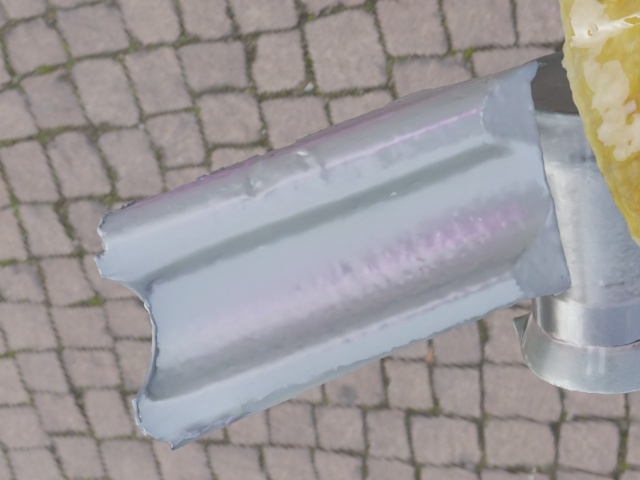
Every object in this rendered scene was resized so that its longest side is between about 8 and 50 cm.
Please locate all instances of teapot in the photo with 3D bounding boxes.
[{"bbox_3d":[0.336,-0.022,1.379,0.300,0.253,0.344,7,122,26],"label":"teapot"}]

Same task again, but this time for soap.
[{"bbox_3d":[0.000,0.000,0.862,0.302,0.258,0.159,-19,98,-6],"label":"soap"}]

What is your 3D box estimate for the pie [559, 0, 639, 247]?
[{"bbox_3d":[0.231,-0.104,0.472,0.339,0.083,0.339,-3,86,49],"label":"pie"}]
